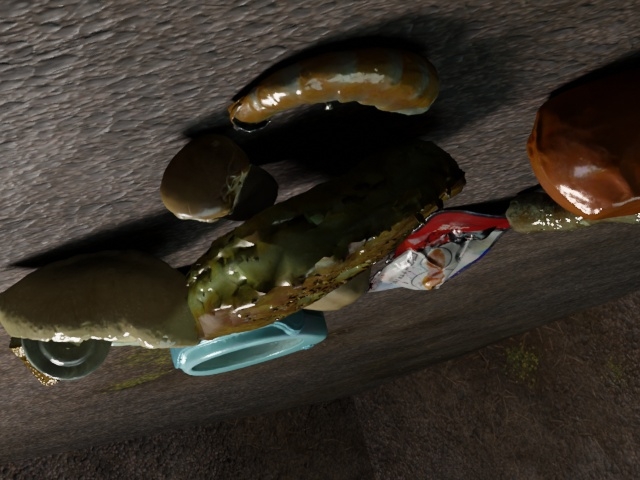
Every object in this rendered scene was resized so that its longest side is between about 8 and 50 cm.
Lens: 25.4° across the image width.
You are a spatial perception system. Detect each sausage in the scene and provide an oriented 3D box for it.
[{"bbox_3d":[0.348,-0.108,1.467,0.268,0.141,0.153,-15,169,1],"label":"sausage"}]

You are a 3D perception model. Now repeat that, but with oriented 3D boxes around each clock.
[{"bbox_3d":[-0.119,0.133,2.165,0.224,0.094,0.274,-18,167,9],"label":"clock"}]

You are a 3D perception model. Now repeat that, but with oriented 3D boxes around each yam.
[{"bbox_3d":[0.356,-0.044,1.868,0.061,0.061,0.253,-5,180,-42],"label":"yam"}]

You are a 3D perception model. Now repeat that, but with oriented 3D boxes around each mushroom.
[{"bbox_3d":[-0.088,-0.053,1.349,0.084,0.071,0.209,-61,169,4],"label":"mushroom"}]

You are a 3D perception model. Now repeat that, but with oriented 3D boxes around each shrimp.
[{"bbox_3d":[0.012,-0.119,1.201,0.166,0.049,0.161,-21,165,32],"label":"shrimp"}]

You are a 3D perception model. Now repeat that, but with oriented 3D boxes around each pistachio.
[{"bbox_3d":[-0.013,0.028,1.758,0.186,0.108,0.126,3,137,-38],"label":"pistachio"}]

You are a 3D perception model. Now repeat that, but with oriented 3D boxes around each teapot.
[{"bbox_3d":[-0.303,0.107,1.778,0.149,0.111,0.108,-24,-171,-13],"label":"teapot"}]

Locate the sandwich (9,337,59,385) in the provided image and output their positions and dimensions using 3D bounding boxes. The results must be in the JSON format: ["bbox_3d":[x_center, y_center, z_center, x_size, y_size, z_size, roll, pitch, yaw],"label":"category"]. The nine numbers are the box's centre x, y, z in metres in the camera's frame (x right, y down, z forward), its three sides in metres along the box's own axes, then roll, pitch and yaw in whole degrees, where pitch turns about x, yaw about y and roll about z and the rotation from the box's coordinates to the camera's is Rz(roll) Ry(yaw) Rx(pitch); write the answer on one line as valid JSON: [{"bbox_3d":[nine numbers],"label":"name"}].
[{"bbox_3d":[-0.358,0.128,1.869,0.036,0.093,0.105,-23,-161,32],"label":"sandwich"}]

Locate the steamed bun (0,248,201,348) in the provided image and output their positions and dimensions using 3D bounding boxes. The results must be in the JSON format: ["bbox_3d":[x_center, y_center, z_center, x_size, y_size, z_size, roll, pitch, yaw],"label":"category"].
[{"bbox_3d":[-0.217,0.063,1.613,0.213,0.110,0.231,5,-176,31],"label":"steamed bun"}]

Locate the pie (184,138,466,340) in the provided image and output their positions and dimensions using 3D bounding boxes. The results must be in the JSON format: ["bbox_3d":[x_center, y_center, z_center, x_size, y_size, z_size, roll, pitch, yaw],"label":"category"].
[{"bbox_3d":[0.000,0.000,1.440,0.288,0.103,0.355,-29,176,-43],"label":"pie"}]

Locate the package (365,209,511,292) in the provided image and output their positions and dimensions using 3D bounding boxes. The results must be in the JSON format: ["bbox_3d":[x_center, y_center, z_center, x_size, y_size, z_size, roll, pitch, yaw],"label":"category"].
[{"bbox_3d":[0.173,0.013,2.056,0.194,0.071,0.269,-11,156,-34],"label":"package"}]
